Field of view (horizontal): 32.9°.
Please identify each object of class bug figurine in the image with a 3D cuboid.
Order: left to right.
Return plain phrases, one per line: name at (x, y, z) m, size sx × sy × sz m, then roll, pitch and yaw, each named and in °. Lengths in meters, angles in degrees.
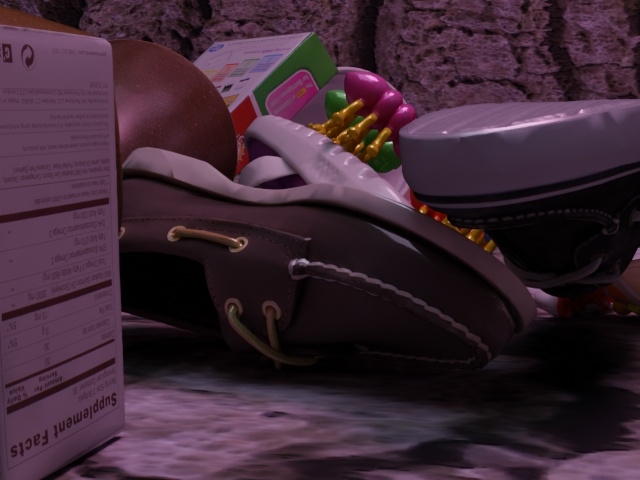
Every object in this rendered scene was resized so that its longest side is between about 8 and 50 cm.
bug figurine at (0.086, -0.049, 0.881) m, size 0.216 × 0.072 × 0.279 m, roll 43°, pitch -2°, yaw -5°

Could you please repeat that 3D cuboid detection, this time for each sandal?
sandal at (-0.010, -0.012, 0.877) m, size 0.102 × 0.169 × 0.416 m, roll -42°, pitch 14°, yaw -5°

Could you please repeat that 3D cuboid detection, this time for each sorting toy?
sorting toy at (0.245, 0.039, 0.744) m, size 0.083 × 0.045 × 0.075 m, roll -8°, pitch 18°, yaw -16°

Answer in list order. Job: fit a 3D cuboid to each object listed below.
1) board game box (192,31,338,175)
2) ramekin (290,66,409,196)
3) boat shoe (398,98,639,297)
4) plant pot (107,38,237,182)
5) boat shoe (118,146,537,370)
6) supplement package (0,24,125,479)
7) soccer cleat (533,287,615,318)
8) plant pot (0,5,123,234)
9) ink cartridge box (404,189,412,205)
board game box at (-0.159, -0.139, 1.382) m, size 0.316 × 0.064 × 0.242 m, roll -48°, pitch 30°, yaw -22°
ramekin at (0.020, -0.125, 1.473) m, size 0.207 × 0.207 × 0.109 m, roll -4°, pitch -2°, yaw -25°
boat shoe at (0.156, -0.024, 0.648) m, size 0.121 × 0.119 × 0.335 m, roll 4°, pitch 7°, yaw 34°
plant pot at (-0.207, -0.058, 1.001) m, size 0.215 × 0.215 × 0.230 m, roll 1°, pitch 21°, yaw 10°
boat shoe at (-0.030, 0.024, 0.637) m, size 0.324 × 0.117 × 0.097 m, roll 16°, pitch 59°, yaw 39°
supplement package at (-0.153, 0.004, 0.454) m, size 0.105 × 0.179 × 0.105 m, roll 2°, pitch 7°, yaw 17°
soccer cleat at (0.189, 0.039, 0.789) m, size 0.083 × 0.029 × 0.035 m, roll -13°, pitch 18°, yaw -43°
plant pot at (-0.242, -0.047, 0.587) m, size 0.254 × 0.237 × 0.237 m, roll -6°, pitch 8°, yaw -16°
ink cartridge box at (0.215, -0.079, 1.656) m, size 0.275 × 0.060 × 0.239 m, roll 3°, pitch 6°, yaw 23°
